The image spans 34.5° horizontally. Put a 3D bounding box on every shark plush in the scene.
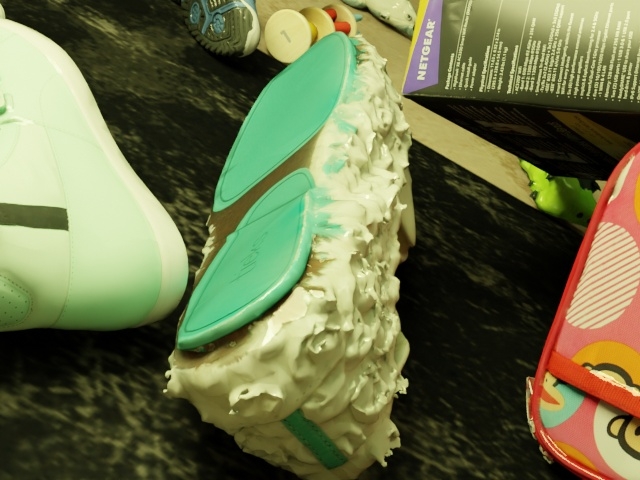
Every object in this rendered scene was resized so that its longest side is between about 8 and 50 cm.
[{"bbox_3d":[0.100,-0.288,1.276,0.161,0.073,0.067,35,-2,25],"label":"shark plush"}]

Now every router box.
[{"bbox_3d":[0.240,-0.099,0.762,0.243,0.080,0.309,10,-2,32],"label":"router box"}]

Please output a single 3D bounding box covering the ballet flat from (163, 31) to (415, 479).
[{"bbox_3d":[0.000,0.000,0.648,0.147,0.147,0.409,24,31,-7],"label":"ballet flat"}]

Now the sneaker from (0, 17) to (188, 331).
[{"bbox_3d":[-0.195,-0.051,0.555,0.256,0.094,0.151,46,27,28],"label":"sneaker"}]

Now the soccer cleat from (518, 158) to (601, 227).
[{"bbox_3d":[0.239,-0.073,1.030,0.072,0.060,0.179,29,33,-15],"label":"soccer cleat"}]

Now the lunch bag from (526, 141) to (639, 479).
[{"bbox_3d":[0.269,0.090,0.570,0.293,0.258,0.120,25,7,41],"label":"lunch bag"}]

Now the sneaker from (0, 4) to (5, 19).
[{"bbox_3d":[-0.292,-0.162,0.714,0.152,0.053,0.061,11,34,-29],"label":"sneaker"}]

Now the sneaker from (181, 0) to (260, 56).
[{"bbox_3d":[-0.091,-0.242,0.997,0.081,0.080,0.211,6,35,-29],"label":"sneaker"}]

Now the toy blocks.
[{"bbox_3d":[0.001,-0.249,1.052,0.054,0.123,0.148,7,18,28],"label":"toy blocks"}]
